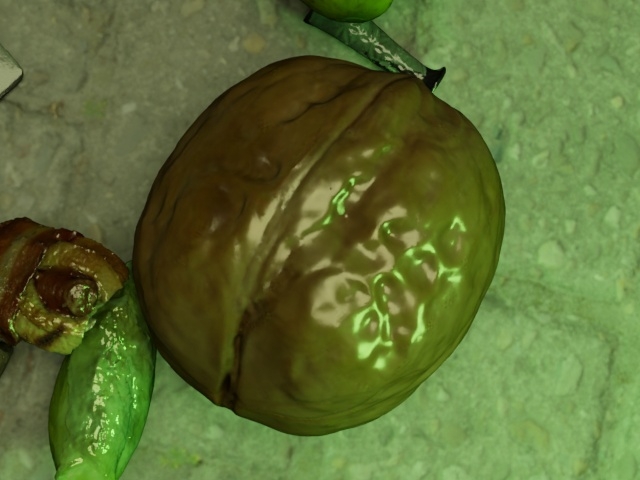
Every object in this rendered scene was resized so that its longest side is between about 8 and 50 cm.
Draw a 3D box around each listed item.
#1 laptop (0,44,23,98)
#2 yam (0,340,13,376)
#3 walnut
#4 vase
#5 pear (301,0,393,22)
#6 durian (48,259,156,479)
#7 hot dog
[{"bbox_3d":[-0.479,-0.162,1.574,0.269,0.015,0.187,-43,93,-11],"label":"laptop"},{"bbox_3d":[-0.375,0.160,1.543,0.054,0.054,0.132,27,82,-6],"label":"yam"},{"bbox_3d":[0.000,0.000,1.497,0.354,0.308,0.398,35,81,7],"label":"walnut"},{"bbox_3d":[0.063,-0.221,1.652,0.167,0.059,0.059,37,80,-4],"label":"vase"},{"bbox_3d":[0.050,-0.366,1.582,0.286,0.176,0.282,7,76,-31],"label":"pear"},{"bbox_3d":[-0.223,0.152,1.525,0.101,0.139,0.250,19,64,-13],"label":"durian"},{"bbox_3d":[-0.300,0.041,1.498,0.103,0.213,0.146,49,58,-38],"label":"hot dog"}]
